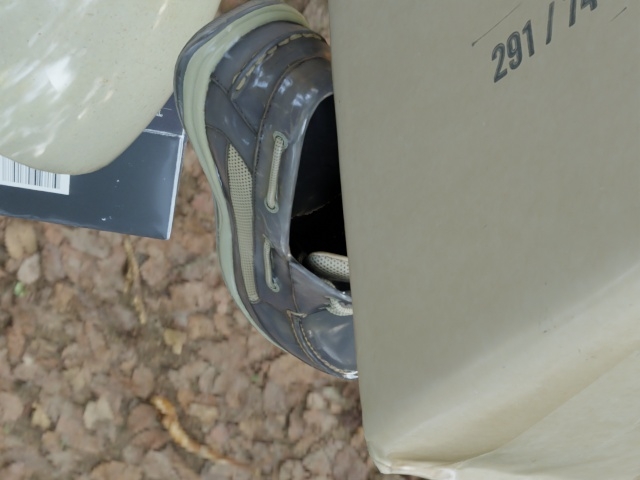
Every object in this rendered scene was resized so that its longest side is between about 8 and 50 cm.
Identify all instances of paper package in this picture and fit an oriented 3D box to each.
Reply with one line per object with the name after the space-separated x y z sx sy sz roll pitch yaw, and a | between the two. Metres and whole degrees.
0.154 -0.089 0.490 0.168 0.310 0.325 14 145 -29 | paper package

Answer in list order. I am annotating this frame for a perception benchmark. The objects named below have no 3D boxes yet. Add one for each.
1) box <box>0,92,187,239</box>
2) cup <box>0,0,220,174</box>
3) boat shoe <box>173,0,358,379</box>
-0.333 -0.189 1.455 0.343 0.313 0.179 9 133 -6 | box
-0.213 -0.259 1.012 0.237 0.331 0.331 -33 115 27 | cup
0.000 0.000 0.809 0.132 0.130 0.355 -36 138 -12 | boat shoe
